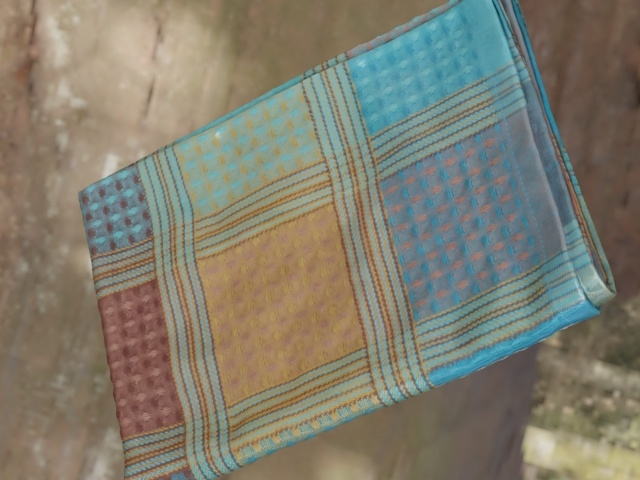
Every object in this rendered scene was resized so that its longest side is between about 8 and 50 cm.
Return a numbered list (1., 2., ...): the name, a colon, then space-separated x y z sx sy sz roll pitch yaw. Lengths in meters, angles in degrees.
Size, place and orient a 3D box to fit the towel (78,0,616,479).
1. towel: 0.000 0.000 1.087 0.040 0.370 0.271 37 33 -55
